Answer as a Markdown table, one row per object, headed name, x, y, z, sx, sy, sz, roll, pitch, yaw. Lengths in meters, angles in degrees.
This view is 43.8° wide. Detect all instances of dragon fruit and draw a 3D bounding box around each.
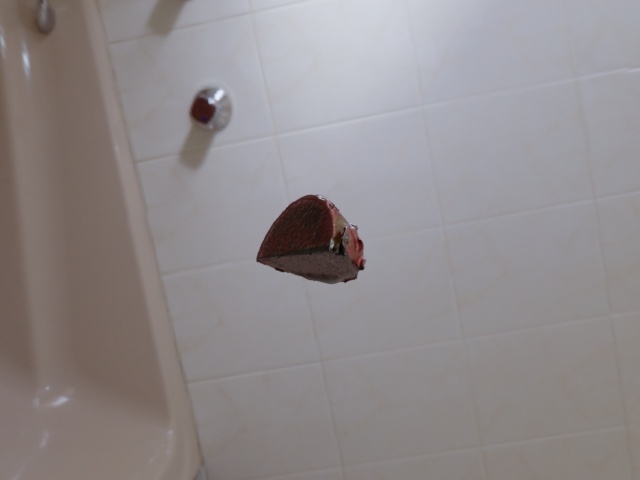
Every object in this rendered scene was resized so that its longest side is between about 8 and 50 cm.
| name | x | y | z | sx | sy | sz | roll | pitch | yaw |
| --- | --- | --- | --- | --- | --- | --- | --- | --- | --- |
| dragon fruit | 0.000 | 0.000 | 1.608 | 0.261 | 0.163 | 0.189 | -5 | -89 | 53 |
